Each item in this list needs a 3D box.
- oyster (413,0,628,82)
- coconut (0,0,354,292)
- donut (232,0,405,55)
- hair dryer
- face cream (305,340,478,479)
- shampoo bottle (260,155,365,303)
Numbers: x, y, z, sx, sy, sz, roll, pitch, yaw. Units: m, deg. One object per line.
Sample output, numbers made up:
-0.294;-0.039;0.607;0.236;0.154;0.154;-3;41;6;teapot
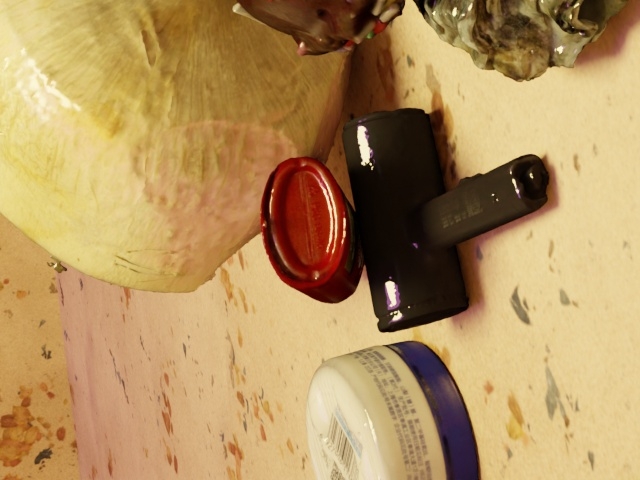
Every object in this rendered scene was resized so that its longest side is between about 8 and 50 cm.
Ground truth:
0.131;-0.208;1.011;0.268;0.112;0.198;123;133;-66;oyster
-0.157;-0.177;1.380;0.404;0.404;0.404;169;90;-69;coconut
0.025;-0.309;1.051;0.259;0.136;0.345;-136;60;-74;donut
0.116;-0.031;1.202;0.251;0.089;0.197;-19;80;60;hair dryer
0.064;0.209;1.388;0.206;0.111;0.206;167;90;-69;face cream
0.001;0.000;1.325;0.314;0.076;0.118;45;-145;-81;shampoo bottle
